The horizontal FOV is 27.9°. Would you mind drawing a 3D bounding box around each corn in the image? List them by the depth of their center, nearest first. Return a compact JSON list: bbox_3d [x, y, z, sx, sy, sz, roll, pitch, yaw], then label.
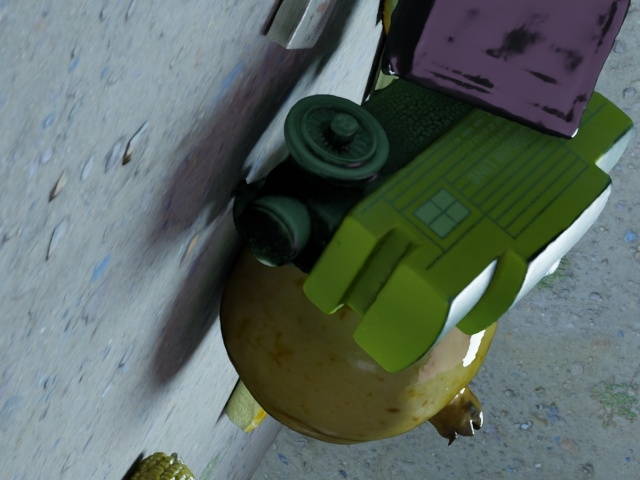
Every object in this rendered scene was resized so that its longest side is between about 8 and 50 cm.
[{"bbox_3d":[-0.217,0.334,1.481,0.238,0.080,0.080,-59,174,-44],"label":"corn"}]

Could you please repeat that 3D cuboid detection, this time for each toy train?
[{"bbox_3d":[0.121,-0.059,1.249,0.442,0.272,0.179,-39,166,-40],"label":"toy train"}]

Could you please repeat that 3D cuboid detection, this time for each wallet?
[{"bbox_3d":[0.197,-0.269,1.145,0.041,0.247,0.322,26,-81,55],"label":"wallet"}]

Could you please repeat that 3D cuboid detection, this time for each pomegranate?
[{"bbox_3d":[0.057,0.090,1.453,0.342,0.343,0.342,-61,175,-10],"label":"pomegranate"}]

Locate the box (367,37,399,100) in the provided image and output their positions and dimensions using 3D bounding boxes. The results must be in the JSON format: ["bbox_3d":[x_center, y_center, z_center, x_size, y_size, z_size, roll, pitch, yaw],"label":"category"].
[{"bbox_3d":[0.134,-0.298,1.736,0.210,0.045,0.270,-60,174,-21],"label":"box"}]

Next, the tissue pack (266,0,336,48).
[{"bbox_3d":[-0.013,-0.184,1.048,0.056,0.023,0.108,-62,175,11],"label":"tissue pack"}]

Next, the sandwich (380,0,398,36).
[{"bbox_3d":[0.181,-0.325,1.474,0.198,0.155,0.227,-62,174,-13],"label":"sandwich"}]

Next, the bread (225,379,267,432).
[{"bbox_3d":[-0.086,0.220,2.168,0.188,0.068,0.125,-63,175,12],"label":"bread"}]
